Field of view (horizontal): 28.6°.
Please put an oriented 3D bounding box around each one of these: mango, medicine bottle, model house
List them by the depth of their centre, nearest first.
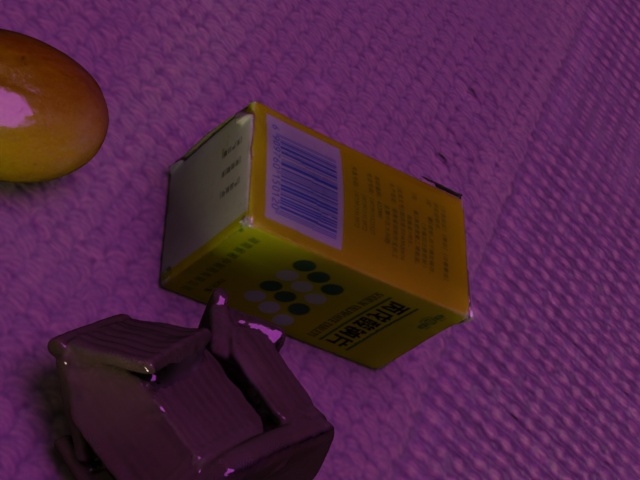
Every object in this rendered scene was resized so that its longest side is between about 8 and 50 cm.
[{"bbox_3d":[-0.101,0.131,0.935,0.229,0.122,0.188,-16,70,-51],"label":"model house"},{"bbox_3d":[-0.260,-0.105,0.977,0.194,0.092,0.130,-6,69,-35],"label":"mango"},{"bbox_3d":[0.000,0.000,1.101,0.250,0.137,0.141,24,48,-30],"label":"medicine bottle"}]
